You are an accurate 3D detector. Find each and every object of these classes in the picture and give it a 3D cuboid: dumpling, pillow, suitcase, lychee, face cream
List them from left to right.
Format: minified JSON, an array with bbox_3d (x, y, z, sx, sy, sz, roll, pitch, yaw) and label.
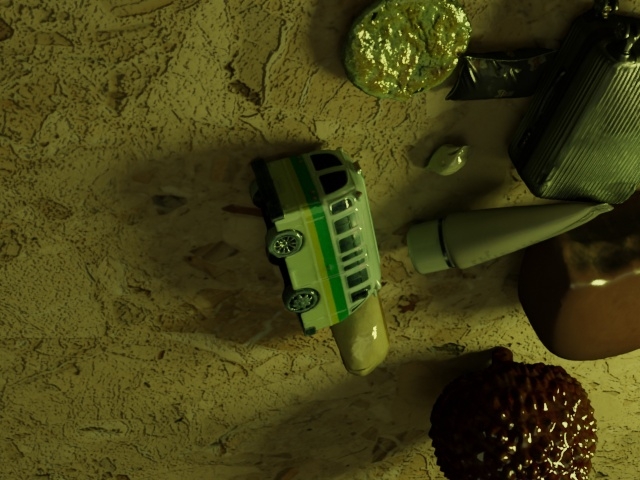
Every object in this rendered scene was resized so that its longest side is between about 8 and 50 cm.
[{"bbox_3d":[0.197,-0.121,1.829,0.059,0.043,0.077,1,134,-53],"label":"dumpling"},{"bbox_3d":[0.257,-0.234,1.730,0.150,0.048,0.090,-7,132,-19],"label":"pillow"},{"bbox_3d":[0.291,-0.015,1.876,0.314,0.089,0.143,-11,173,17],"label":"face cream"},{"bbox_3d":[0.344,0.347,2.160,0.306,0.330,0.306,-7,164,-2],"label":"lychee"},{"bbox_3d":[0.418,-0.195,1.771,0.202,0.128,0.312,3,133,-26],"label":"suitcase"}]

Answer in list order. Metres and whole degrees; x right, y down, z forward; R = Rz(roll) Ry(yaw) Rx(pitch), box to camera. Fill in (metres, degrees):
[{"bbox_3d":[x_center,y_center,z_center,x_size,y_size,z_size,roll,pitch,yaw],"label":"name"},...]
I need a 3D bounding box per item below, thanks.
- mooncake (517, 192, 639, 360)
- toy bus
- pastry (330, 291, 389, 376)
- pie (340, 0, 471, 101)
[{"bbox_3d":[0.478,0.050,2.008,0.326,0.174,0.334,-38,136,20],"label":"mooncake"},{"bbox_3d":[0.000,0.000,1.802,0.164,0.134,0.276,-18,137,-3],"label":"toy bus"},{"bbox_3d":[0.061,0.139,1.954,0.092,0.156,0.156,-15,138,8],"label":"pastry"},{"bbox_3d":[0.115,-0.268,1.646,0.186,0.041,0.187,-11,136,-11],"label":"pie"}]
